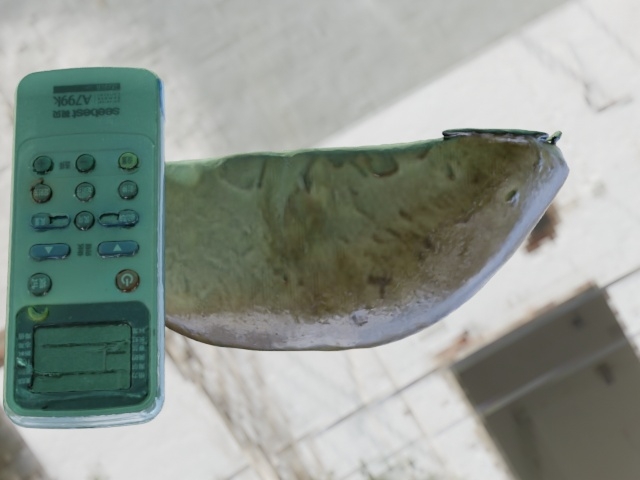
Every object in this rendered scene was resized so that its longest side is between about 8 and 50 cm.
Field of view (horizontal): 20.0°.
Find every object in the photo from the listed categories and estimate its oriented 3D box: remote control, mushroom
[{"bbox_3d":[-0.075,0.001,0.587,0.053,0.124,0.018,-1,159,0],"label":"remote control"},{"bbox_3d":[0.001,0.000,0.777,0.210,0.094,0.072,-1,-175,12],"label":"mushroom"}]
